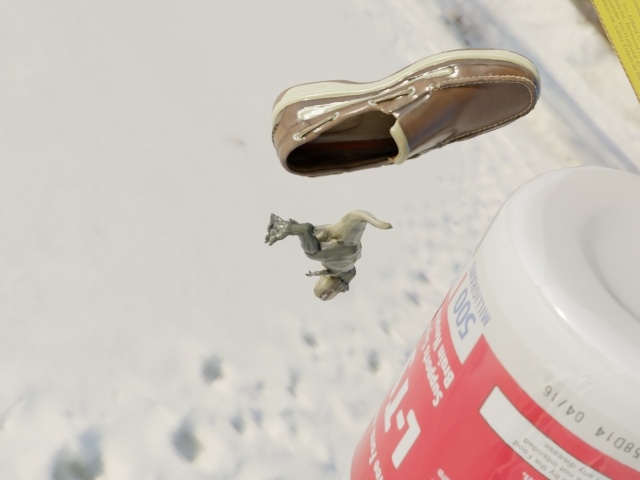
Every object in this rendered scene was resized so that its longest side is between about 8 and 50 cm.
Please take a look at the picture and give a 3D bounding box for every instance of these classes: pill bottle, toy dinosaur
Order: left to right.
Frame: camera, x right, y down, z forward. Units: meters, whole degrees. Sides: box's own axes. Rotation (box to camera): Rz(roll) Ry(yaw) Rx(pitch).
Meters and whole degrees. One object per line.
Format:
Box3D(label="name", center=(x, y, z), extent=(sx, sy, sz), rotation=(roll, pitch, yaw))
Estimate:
Box3D(label="toy dinosaur", center=(0.000, 0.000, 1.669), extent=(0.118, 0.064, 0.268), rotation=(14, -18, -5))
Box3D(label="pill bottle", center=(0.133, 0.171, 0.976), extent=(0.229, 0.408, 0.229), rotation=(18, 35, -13))

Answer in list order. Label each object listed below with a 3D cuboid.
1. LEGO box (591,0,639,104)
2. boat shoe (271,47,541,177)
Box3D(label="LEGO box", center=(0.359, -0.235, 1.015), extent=(0.193, 0.372, 0.500), rotation=(-8, -63, 51))
Box3D(label="boat shoe", center=(0.081, -0.106, 1.398), extent=(0.095, 0.257, 0.095), rotation=(-89, 163, -49))
